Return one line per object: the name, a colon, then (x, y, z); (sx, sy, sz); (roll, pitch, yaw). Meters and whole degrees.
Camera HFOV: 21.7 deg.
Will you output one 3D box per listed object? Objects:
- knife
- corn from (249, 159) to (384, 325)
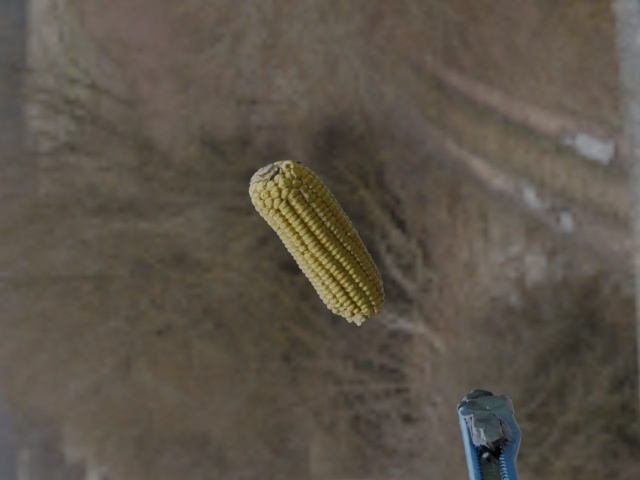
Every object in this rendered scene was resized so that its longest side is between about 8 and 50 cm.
knife: (0.119, 0.157, 1.117); (0.296, 0.044, 0.026); (-87, 9, -73)
corn: (0.000, 0.000, 0.836); (0.092, 0.037, 0.037); (58, 173, -13)
